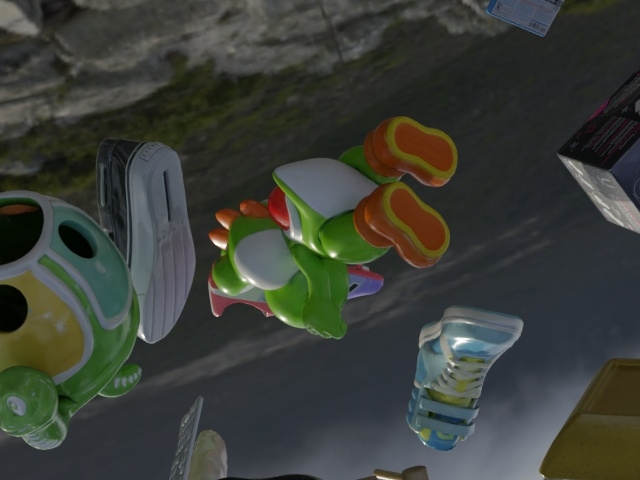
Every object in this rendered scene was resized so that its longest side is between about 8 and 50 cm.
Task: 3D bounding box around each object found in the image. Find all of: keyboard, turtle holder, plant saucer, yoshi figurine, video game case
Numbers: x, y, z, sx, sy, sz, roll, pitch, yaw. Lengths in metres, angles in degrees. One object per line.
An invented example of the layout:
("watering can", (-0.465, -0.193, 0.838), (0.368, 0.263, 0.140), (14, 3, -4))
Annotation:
("keyboard", (-0.148, 0.278, 1.023), (0.014, 0.256, 0.072), (14, 145, -9))
("turtle holder", (-0.353, 0.090, 1.235), (0.243, 0.320, 0.227), (9, 137, 16))
("plant saucer", (0.506, 0.242, 1.488), (0.332, 0.081, 0.333), (-1, -167, 27))
("yoshi figurine", (0.022, 0.006, 1.250), (0.203, 0.203, 0.362), (-21, 177, -43))
("video game case", (0.352, -0.422, 1.689), (0.119, 0.015, 0.166), (16, 115, -26))

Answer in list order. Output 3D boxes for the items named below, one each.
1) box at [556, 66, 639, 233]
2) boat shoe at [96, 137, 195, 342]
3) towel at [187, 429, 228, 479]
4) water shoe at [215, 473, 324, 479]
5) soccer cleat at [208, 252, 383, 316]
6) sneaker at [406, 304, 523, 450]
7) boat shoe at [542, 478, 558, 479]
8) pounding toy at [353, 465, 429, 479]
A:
("box", (0.512, -0.149, 1.569), (0.247, 0.163, 0.142), (-45, -155, -3))
("boat shoe", (-0.262, -0.006, 1.541), (0.119, 0.335, 0.121), (22, -145, 25))
("towel", (-0.141, 0.454, 1.310), (0.053, 0.317, 0.332), (-2, -159, -1))
("water shoe", (-0.026, 0.239, 0.868), (0.203, 0.080, 0.073), (-5, -137, 52))
("soccer cleat", (-0.036, 0.068, 1.496), (0.248, 0.095, 0.083), (5, -178, -9))
("sneaker", (0.222, 0.220, 1.638), (0.127, 0.208, 0.319), (13, 165, -3))
("boat shoe", (0.300, 0.441, 1.615), (0.233, 0.084, 0.079), (-18, 152, -41))
("pounding toy", (0.053, 0.360, 1.364), (0.206, 0.094, 0.181), (-19, 173, 21))
